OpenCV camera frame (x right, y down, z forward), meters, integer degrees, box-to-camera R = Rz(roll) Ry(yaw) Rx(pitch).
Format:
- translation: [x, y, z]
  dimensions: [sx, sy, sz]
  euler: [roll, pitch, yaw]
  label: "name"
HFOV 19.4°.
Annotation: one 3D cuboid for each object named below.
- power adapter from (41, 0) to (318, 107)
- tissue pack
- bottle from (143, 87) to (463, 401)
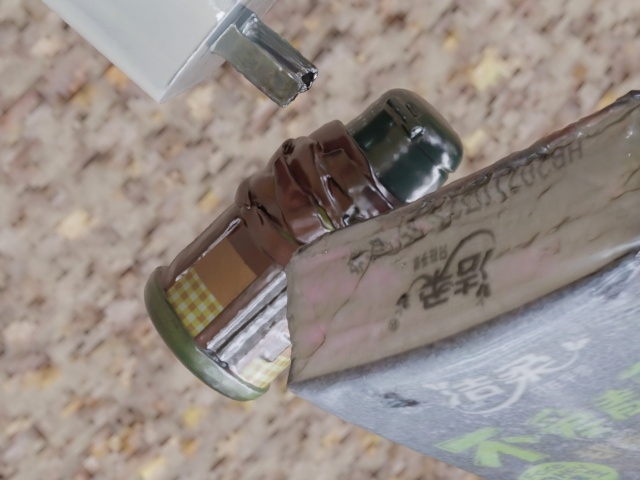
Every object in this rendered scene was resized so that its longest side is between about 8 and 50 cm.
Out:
- translation: [-0.108, -0.190, 1.354]
  dimensions: [0.124, 0.255, 0.187]
  euler: [-48, -179, 20]
  label: "power adapter"
- translation: [0.208, 0.071, 1.218]
  dimensions: [0.288, 0.124, 0.394]
  euler: [-27, 143, 34]
  label: "tissue pack"
- translation: [0.000, 0.000, 1.465]
  dimensions: [0.271, 0.143, 0.156]
  euler: [-43, 150, 11]
  label: "bottle"
